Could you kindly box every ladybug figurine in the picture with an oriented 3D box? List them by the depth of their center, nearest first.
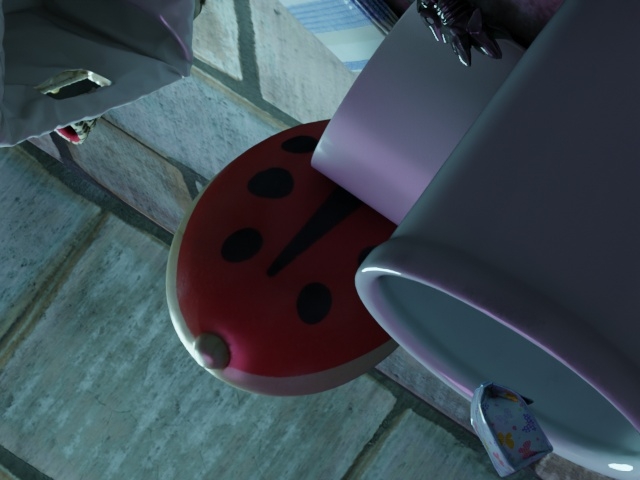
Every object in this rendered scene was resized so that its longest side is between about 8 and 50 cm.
[{"bbox_3d":[0.000,0.000,1.785,0.305,0.449,0.162,37,139,4],"label":"ladybug figurine"}]

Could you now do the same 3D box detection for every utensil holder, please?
[{"bbox_3d":[0.273,-0.026,1.392,0.328,0.385,0.327,34,167,9],"label":"utensil holder"}]

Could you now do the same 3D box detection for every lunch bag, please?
[{"bbox_3d":[0.168,0.165,1.356,0.083,0.053,0.071,59,170,11],"label":"lunch bag"}]

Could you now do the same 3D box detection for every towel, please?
[{"bbox_3d":[-0.005,-0.311,1.841,0.285,0.034,0.209,42,166,-20],"label":"towel"}]

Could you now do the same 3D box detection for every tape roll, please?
[{"bbox_3d":[0.124,-0.136,1.673,0.169,0.246,0.246,34,166,5],"label":"tape roll"}]

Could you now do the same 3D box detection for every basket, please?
[{"bbox_3d":[-0.338,-0.329,1.711,0.266,0.328,0.331,24,123,30],"label":"basket"}]

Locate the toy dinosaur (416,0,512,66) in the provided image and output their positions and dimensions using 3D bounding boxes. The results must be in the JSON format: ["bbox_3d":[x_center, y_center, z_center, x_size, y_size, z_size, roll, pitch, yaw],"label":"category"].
[{"bbox_3d":[0.145,-0.306,1.368,0.322,0.164,0.218,47,163,45],"label":"toy dinosaur"}]

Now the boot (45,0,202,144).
[{"bbox_3d":[-0.324,-0.322,2.030,0.138,0.284,0.377,30,166,25],"label":"boot"}]
